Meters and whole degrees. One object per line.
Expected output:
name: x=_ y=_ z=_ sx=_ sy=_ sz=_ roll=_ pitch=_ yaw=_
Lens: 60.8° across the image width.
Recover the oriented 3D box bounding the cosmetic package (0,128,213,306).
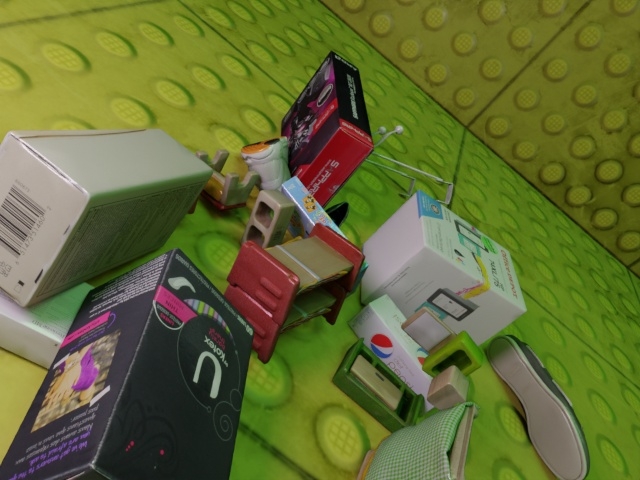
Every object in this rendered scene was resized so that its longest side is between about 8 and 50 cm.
cosmetic package: x=-0.277 y=-0.049 z=0.698 sx=0.113 sy=0.160 sz=0.309 roll=38 pitch=16 yaw=1

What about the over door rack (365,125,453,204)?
over door rack: x=0.172 y=-0.222 z=1.406 sx=0.324 sy=0.108 sz=0.239 roll=30 pitch=1 yaw=-18

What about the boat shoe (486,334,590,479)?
boat shoe: x=0.480 y=0.343 z=1.166 sx=0.096 sy=0.112 sz=0.335 roll=11 pitch=40 yaw=-33

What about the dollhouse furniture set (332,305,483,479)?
dollhouse furniture set: x=0.109 y=0.244 z=0.803 sx=0.151 sy=0.197 sz=0.301 roll=43 pitch=32 yaw=-1

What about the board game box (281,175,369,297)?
board game box: x=0.000 y=0.000 z=1.023 sx=0.039 sy=0.160 sz=0.211 roll=-34 pitch=75 yaw=-16

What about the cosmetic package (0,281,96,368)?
cosmetic package: x=-0.393 y=0.047 z=0.623 sx=0.239 sy=0.060 sz=0.099 roll=32 pitch=29 yaw=-16

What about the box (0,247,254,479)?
box: x=-0.186 y=0.168 z=0.582 sx=0.165 sy=0.143 sz=0.270 roll=52 pitch=24 yaw=-32

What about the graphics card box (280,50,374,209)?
graphics card box: x=0.003 y=-0.243 z=1.229 sx=0.094 sy=0.233 sz=0.370 roll=26 pitch=36 yaw=-22

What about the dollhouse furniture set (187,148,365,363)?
dollhouse furniture set: x=-0.133 y=0.003 z=0.914 sx=0.374 sy=0.152 sz=0.201 roll=37 pitch=29 yaw=25

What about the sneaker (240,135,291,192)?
sneaker: x=-0.106 y=-0.146 z=1.127 sx=0.262 sy=0.099 sz=0.121 roll=-85 pitch=161 yaw=-76

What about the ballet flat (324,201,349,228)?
ballet flat: x=0.020 y=-0.040 z=1.178 sx=0.057 sy=0.049 sz=0.173 roll=38 pitch=32 yaw=-5

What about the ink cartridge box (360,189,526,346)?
ink cartridge box: x=0.251 y=0.075 z=1.152 sx=0.270 sy=0.197 sz=0.198 roll=31 pitch=34 yaw=-18

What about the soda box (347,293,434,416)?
soda box: x=0.153 y=0.209 z=1.011 sx=0.216 sy=0.069 sz=0.074 roll=52 pitch=34 yaw=14
